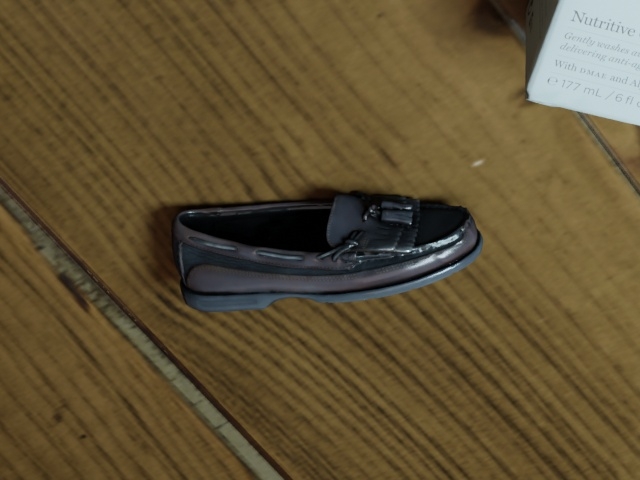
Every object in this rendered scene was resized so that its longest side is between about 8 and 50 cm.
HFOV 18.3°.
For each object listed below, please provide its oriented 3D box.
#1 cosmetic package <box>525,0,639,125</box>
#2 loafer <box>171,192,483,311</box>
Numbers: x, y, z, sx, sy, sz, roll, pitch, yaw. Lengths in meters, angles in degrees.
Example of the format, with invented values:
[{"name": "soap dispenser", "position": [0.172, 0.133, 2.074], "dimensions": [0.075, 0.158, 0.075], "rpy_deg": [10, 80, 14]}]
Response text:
[{"name": "cosmetic package", "position": [0.324, -0.285, 1.636], "dimensions": [0.217, 0.156, 0.385], "rpy_deg": [13, 127, -4]}, {"name": "loafer", "position": [0.000, 0.000, 1.900], "dimensions": [0.302, 0.109, 0.095], "rpy_deg": [-9, 121, 14]}]
